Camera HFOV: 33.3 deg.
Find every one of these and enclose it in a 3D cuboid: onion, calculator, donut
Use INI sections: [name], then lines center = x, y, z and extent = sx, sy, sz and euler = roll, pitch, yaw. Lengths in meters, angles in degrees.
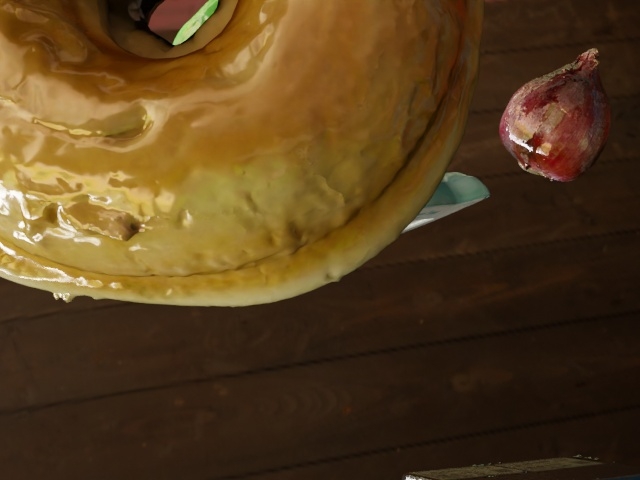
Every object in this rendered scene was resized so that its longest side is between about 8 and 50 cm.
[onion]
center = 0.346, -0.181, 1.517
extent = 0.159, 0.195, 0.159
euler = 27, -167, -7
[calculator]
center = 0.000, 0.000, 1.315
extent = 0.256, 0.386, 0.054
euler = -8, -105, -57
[donut]
center = -0.104, -0.154, 0.764
extent = 0.449, 0.198, 0.448
euler = -2, -104, 9

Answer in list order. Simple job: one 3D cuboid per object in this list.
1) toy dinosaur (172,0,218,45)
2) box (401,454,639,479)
[toy dinosaur]
center = 0.060, -0.370, 1.128
extent = 0.144, 0.500, 0.374
euler = 53, -164, -2
[box]
center = 0.307, 0.360, 1.552
extent = 0.350, 0.211, 0.058
euler = 1, -95, -30
